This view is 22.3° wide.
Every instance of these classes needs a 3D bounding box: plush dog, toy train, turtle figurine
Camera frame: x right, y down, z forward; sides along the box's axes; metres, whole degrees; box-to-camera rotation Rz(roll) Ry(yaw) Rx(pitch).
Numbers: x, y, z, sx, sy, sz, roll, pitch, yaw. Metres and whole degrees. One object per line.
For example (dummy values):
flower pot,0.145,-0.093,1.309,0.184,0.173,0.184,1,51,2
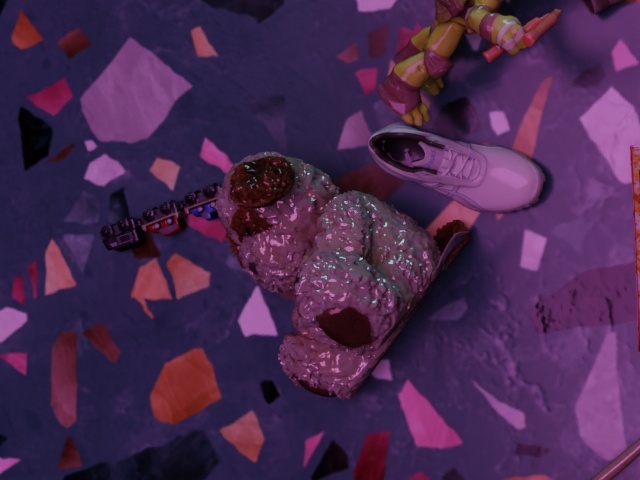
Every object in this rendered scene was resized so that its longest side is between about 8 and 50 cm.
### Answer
plush dog,0.000,0.000,1.560,0.225,0.262,0.210,37,70,7
toy train,-0.161,-0.022,1.704,0.158,0.027,0.036,-21,87,21
turtle figurine,0.135,-0.208,1.492,0.087,0.269,0.217,26,127,-17

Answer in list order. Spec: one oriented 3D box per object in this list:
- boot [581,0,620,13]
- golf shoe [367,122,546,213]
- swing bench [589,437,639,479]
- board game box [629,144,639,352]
boot,0.253,-0.272,1.507,0.087,0.042,0.118,-44,110,0
golf shoe,0.125,-0.068,1.560,0.176,0.086,0.069,14,94,19
swing bench,0.302,0.327,1.459,0.253,0.165,0.254,-44,81,16
board game box,0.363,0.005,1.488,0.147,0.045,0.193,-2,90,22
